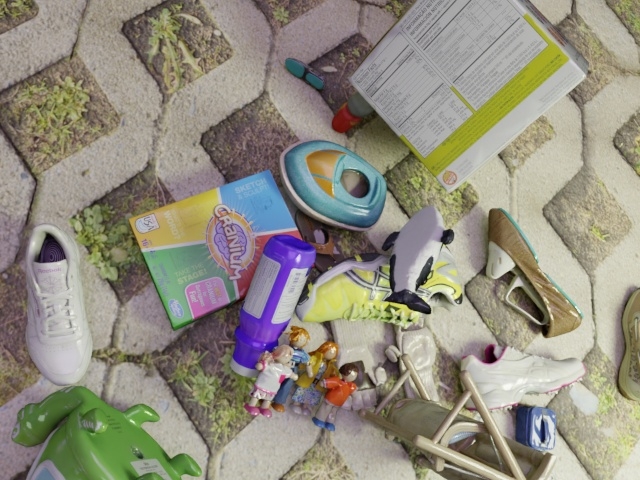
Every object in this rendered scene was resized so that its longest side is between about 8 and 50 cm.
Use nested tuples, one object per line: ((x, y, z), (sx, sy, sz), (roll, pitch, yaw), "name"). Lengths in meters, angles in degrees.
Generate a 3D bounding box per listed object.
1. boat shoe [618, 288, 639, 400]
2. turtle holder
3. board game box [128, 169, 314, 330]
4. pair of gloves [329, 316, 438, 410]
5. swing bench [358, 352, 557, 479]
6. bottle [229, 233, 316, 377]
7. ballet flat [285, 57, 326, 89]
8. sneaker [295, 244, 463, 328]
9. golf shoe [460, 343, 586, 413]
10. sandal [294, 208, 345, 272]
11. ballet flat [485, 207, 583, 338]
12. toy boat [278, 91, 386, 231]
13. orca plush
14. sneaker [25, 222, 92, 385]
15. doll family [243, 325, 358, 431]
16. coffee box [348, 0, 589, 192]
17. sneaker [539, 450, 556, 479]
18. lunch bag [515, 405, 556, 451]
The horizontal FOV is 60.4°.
((0.803, 0.249, 1.339), (0.104, 0.089, 0.285), (19, 70, -8), "boat shoe")
((-0.383, 0.393, 0.910), (0.320, 0.243, 0.227), (44, 85, -8), "turtle holder")
((-0.205, 0.014, 1.159), (0.316, 0.064, 0.242), (-23, 81, -20), "board game box")
((0.143, 0.260, 1.190), (0.240, 0.042, 0.204), (1, 73, -15), "pair of gloves")
((0.251, 0.371, 1.052), (0.254, 0.253, 0.165), (45, 74, -9), "swing bench")
((-0.101, 0.130, 1.078), (0.092, 0.118, 0.283), (26, 103, 17), "bottle")
((-0.035, -0.412, 1.350), (0.114, 0.041, 0.041), (34, 69, -3), "ballet flat")
((0.136, 0.113, 1.163), (0.384, 0.145, 0.147), (-14, 61, -17), "sneaker")
((0.450, 0.287, 1.227), (0.306, 0.115, 0.140), (-10, 73, -18), "golf shoe")
((0.000, 0.000, 1.225), (0.072, 0.049, 0.180), (-25, 81, -21), "sandal")
((0.474, 0.088, 1.305), (0.124, 0.116, 0.342), (-35, 89, -2), "ballet flat")
((0.048, -0.189, 1.229), (0.267, 0.148, 0.319), (21, 66, -19), "toy boat")
((0.208, 0.053, 1.093), (0.102, 0.151, 0.287), (60, 21, -29), "orca plush")
((-0.495, 0.113, 1.008), (0.114, 0.152, 0.305), (-9, 78, -19), "sneaker")
((-0.043, 0.256, 1.077), (0.262, 0.118, 0.163), (25, 90, -36), "doll family")
((0.330, -0.371, 1.204), (0.334, 0.338, 0.337), (48, 32, 2), "coffee box")
((0.493, 0.538, 1.179), (0.057, 0.075, 0.161), (16, 71, -9), "sneaker")
((0.478, 0.418, 1.217), (0.067, 0.065, 0.099), (12, 71, -11), "lunch bag")
